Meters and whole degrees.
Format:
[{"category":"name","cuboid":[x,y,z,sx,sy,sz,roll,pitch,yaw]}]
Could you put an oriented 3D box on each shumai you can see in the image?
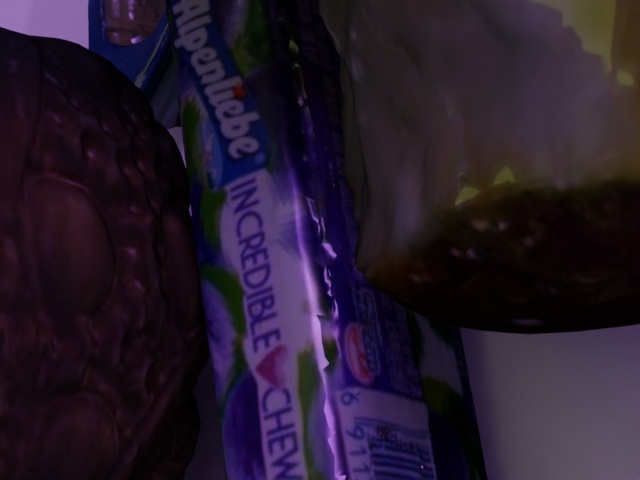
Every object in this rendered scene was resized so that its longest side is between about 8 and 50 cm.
[{"category":"shumai","cuboid":[0.082,-0.112,0.532,0.309,0.304,0.263,4,112,26]}]

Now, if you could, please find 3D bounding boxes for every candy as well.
[{"category":"candy","cuboid":[0.000,0.000,0.603,0.061,0.088,0.312,-23,63,30]}]

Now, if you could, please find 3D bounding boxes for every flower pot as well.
[{"category":"flower pot","cuboid":[-0.149,0.103,0.596,0.266,0.266,0.267,-24,72,32]}]

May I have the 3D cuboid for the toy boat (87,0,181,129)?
[{"category":"toy boat","cuboid":[-0.052,-0.144,0.720,0.080,0.046,0.229,-2,75,38]}]
